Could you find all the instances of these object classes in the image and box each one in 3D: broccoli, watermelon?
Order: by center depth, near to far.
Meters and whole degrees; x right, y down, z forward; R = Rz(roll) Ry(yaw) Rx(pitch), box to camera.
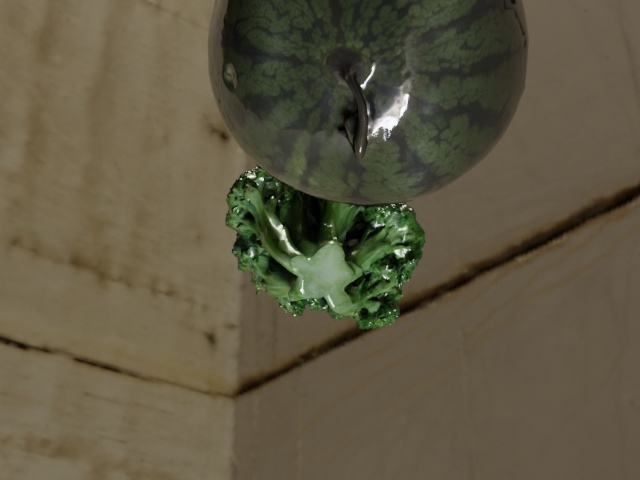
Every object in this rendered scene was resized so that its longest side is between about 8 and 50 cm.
[{"bbox_3d":[0.041,-0.168,0.969,0.279,0.279,0.359,-58,-177,19],"label":"watermelon"},{"bbox_3d":[0.000,0.000,1.578,0.265,0.294,0.245,-56,-158,18],"label":"broccoli"}]
